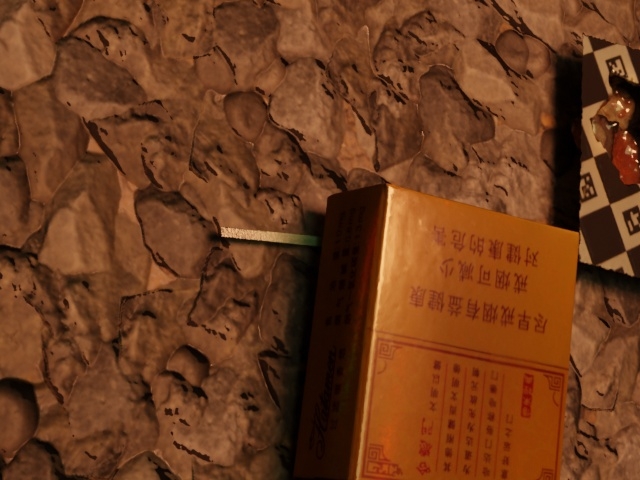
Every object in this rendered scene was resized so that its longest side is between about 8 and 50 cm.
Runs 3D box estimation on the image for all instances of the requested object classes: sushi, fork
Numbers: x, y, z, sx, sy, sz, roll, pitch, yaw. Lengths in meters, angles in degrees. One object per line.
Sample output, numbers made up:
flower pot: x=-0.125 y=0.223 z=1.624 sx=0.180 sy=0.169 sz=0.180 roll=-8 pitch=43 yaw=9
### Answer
sushi: x=0.404 y=-0.081 z=1.564 sx=0.292 sy=0.059 sz=0.294 roll=11 pitch=75 yaw=-31
fork: x=-0.001 y=0.001 z=1.309 sx=0.235 sy=0.021 sz=0.039 roll=6 pitch=73 yaw=-31

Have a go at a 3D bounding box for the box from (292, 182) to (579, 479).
box: x=0.114 y=0.173 z=1.279 sx=0.264 sy=0.115 sz=0.415 roll=12 pitch=78 yaw=-32
